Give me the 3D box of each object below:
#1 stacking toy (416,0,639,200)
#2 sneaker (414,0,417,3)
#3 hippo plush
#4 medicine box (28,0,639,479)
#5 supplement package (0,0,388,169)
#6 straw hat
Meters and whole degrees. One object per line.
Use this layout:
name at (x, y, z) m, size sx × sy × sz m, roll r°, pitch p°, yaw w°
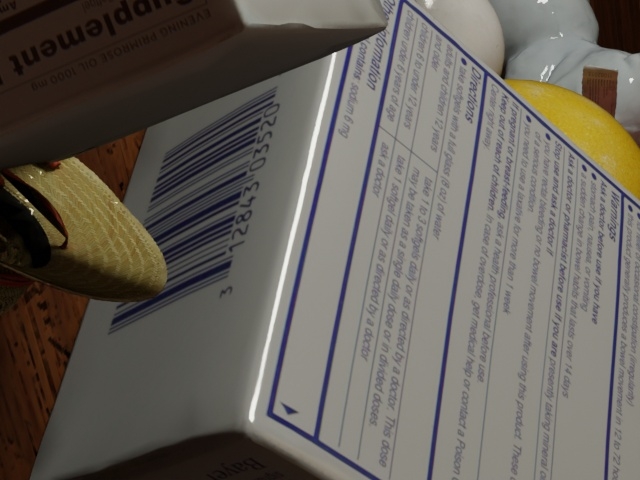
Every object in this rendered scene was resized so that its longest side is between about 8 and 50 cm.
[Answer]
stacking toy at (0.141, 0.010, 1.084) m, size 0.480 × 0.350 × 0.351 m, roll 55°, pitch 32°, yaw -24°
sneaker at (0.042, -0.087, 0.913) m, size 0.258 × 0.094 × 0.091 m, roll 52°, pitch -2°, yaw -4°
hippo plush at (0.178, -0.128, 1.313) m, size 0.294 × 0.234 × 0.237 m, roll 85°, pitch -18°, yaw -55°
medicine box at (0.045, 0.064, 0.726) m, size 0.289 × 0.149 × 0.263 m, roll 37°, pitch 47°, yaw -29°
supplement package at (-0.096, -0.152, 0.449) m, size 0.244 × 0.133 × 0.139 m, roll 69°, pitch 20°, yaw -2°
straw hat at (-0.127, 0.001, 0.526) m, size 0.061 × 0.144 × 0.144 m, roll -55°, pitch 167°, yaw 14°
